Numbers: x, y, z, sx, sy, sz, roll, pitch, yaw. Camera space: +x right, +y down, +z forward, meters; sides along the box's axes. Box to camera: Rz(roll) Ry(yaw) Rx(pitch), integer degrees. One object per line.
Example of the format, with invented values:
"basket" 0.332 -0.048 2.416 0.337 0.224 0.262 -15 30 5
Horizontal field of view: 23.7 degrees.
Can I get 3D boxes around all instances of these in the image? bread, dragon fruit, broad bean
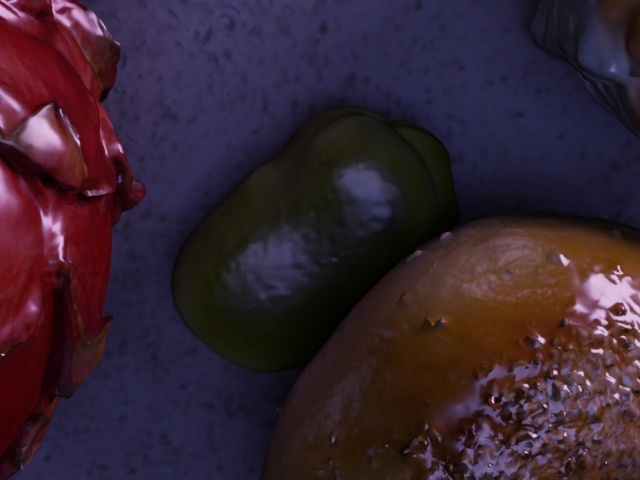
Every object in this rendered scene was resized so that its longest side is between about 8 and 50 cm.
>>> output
"bread" 0.116 0.133 0.854 0.305 0.159 0.305 -12 125 -18
"dragon fruit" -0.229 -0.016 0.734 0.277 0.277 0.342 21 64 -12
"broad bean" 0.000 0.000 0.873 0.124 0.082 0.174 37 108 -16

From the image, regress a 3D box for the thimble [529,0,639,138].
"thimble" 0.258 -0.152 0.814 0.288 0.167 0.254 -24 106 -1
